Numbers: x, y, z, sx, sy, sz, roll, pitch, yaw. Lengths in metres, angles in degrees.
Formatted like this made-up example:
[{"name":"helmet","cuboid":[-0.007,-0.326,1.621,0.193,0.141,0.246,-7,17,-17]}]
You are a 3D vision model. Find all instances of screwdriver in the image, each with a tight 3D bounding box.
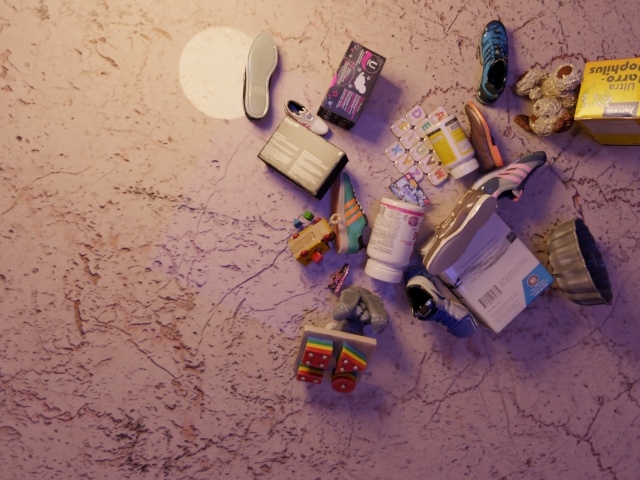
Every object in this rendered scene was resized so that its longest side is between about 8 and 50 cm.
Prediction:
[{"name":"screwdriver","cuboid":[0.631,-0.420,1.738,0.024,0.025,0.169,-15,94,-3]}]

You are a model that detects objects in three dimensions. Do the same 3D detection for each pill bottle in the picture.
[{"name":"pill bottle","cuboid":[0.477,-0.333,1.665,0.119,0.119,0.208,-30,94,-2]},{"name":"pill bottle","cuboid":[0.259,-0.002,1.661,0.161,0.160,0.282,14,100,-4]}]

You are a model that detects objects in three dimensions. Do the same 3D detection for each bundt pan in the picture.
[{"name":"bundt pan","cuboid":[0.916,0.086,1.659,0.124,0.331,0.330,-23,95,38]}]

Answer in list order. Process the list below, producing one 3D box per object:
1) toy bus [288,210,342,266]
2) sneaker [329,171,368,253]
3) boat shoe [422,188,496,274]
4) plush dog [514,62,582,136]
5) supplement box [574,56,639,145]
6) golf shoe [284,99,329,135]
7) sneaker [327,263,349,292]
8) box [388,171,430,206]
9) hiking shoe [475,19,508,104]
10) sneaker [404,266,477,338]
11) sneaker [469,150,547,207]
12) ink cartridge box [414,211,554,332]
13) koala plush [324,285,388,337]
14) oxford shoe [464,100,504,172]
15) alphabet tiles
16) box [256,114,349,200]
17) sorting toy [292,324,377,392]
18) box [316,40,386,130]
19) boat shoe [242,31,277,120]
[{"name":"toy bus","cuboid":[-0.012,0.003,1.667,0.202,0.104,0.190,7,68,34]},{"name":"sneaker","cuboid":[0.108,-0.101,1.692,0.121,0.108,0.301,-3,90,-19]},{"name":"boat shoe","cuboid":[0.447,-0.031,1.547,0.117,0.097,0.324,34,95,-42]},{"name":"plush dog","cuboid":[0.832,-0.484,1.663,0.211,0.262,0.225,15,97,-25]},{"name":"supplement box","cuboid":[1.044,-0.461,1.584,0.357,0.194,0.195,8,93,-45]},{"name":"golf shoe","cuboid":[-0.051,-0.440,1.670,0.186,0.086,0.067,31,89,-5]},{"name":"sneaker","cuboid":[0.066,0.134,1.725,0.057,0.047,0.119,27,89,7]},{"name":"box","cuboid":[0.330,-0.174,1.724,0.094,0.027,0.137,-36,94,8]},{"name":"hiking shoe","cuboid":[0.641,-0.653,1.674,0.113,0.132,0.303,1,92,-3]},{"name":"sneaker","cuboid":[0.410,0.253,1.663,0.315,0.182,0.127,44,118,0]},{"name":"sneaker","cuboid":[0.708,-0.211,1.685,0.319,0.112,0.131,-28,67,-6]},{"name":"ink cartridge box","cuboid":[0.587,0.087,1.686,0.285,0.166,0.395,-42,94,-1]},{"name":"koala plush","cuboid":[0.120,0.301,1.685,0.197,0.203,0.221,17,113,-4]},{"name":"oxford shoe","cuboid":[0.576,-0.379,1.701,0.099,0.097,0.271,-23,88,23]},{"name":"alphabet tiles","cuboid":[0.396,-0.353,1.730,0.278,0.021,0.284,-38,94,-1]},{"name":"box","cuboid":[-0.060,-0.291,1.633,0.261,0.103,0.184,36,93,14]},{"name":"sorting toy","cuboid":[0.042,0.436,1.641,0.256,0.089,0.257,12,130,-4]},{"name":"box","cuboid":[0.106,-0.537,1.635,0.142,0.163,0.247,26,91,-7]},{"name":"boat shoe","cuboid":[-0.227,-0.581,1.650,0.115,0.091,0.302,12,90,-23]}]
